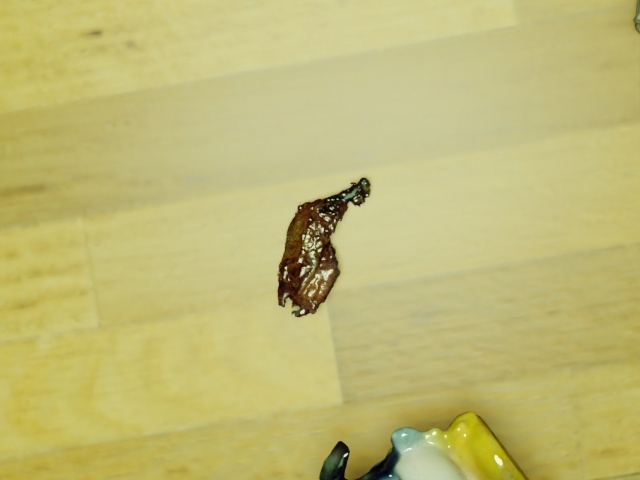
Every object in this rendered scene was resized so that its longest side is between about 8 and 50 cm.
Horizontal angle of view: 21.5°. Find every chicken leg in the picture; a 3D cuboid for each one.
[{"bbox_3d":[-0.002,0.001,0.907,0.036,0.021,0.083,21,91,11],"label":"chicken leg"}]

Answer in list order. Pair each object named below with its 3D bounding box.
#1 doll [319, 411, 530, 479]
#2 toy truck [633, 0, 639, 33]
[{"bbox_3d":[-0.016,0.219,0.865,0.314,0.141,0.177,-39,108,0],"label":"doll"},{"bbox_3d":[0.213,-0.217,0.827,0.101,0.125,0.242,5,96,2],"label":"toy truck"}]
